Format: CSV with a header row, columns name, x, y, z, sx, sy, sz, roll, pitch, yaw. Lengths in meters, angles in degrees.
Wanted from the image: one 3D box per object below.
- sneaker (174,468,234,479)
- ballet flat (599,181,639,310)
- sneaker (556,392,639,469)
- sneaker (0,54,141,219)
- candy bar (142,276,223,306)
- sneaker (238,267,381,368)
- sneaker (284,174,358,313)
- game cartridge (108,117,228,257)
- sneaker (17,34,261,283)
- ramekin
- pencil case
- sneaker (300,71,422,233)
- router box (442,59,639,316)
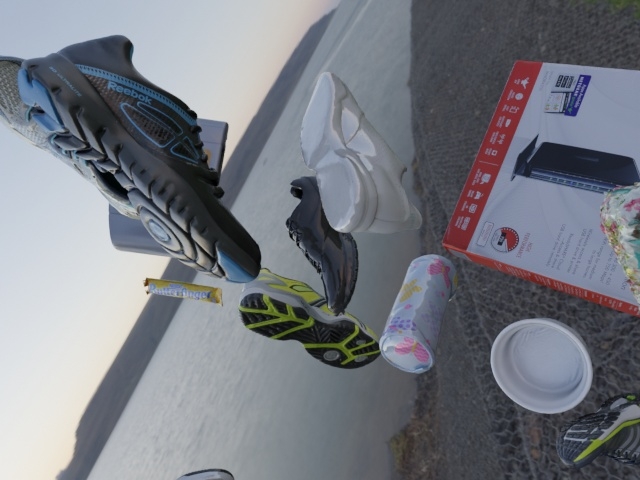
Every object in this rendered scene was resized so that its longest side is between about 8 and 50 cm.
name,x,y,z,sx,sy,sz,roll,pitch,yaw
sneaker,-0.288,0.549,0.840,0.295,0.124,0.178,-24,27,-7
ballet flat,0.348,0.038,0.463,0.091,0.241,0.077,-30,20,6
sneaker,0.630,0.426,0.991,0.111,0.300,0.121,-43,63,62
sneaker,-0.306,-0.138,0.622,0.110,0.283,0.122,-55,28,-14
candy bar,-0.256,0.094,0.868,0.018,0.161,0.040,-66,-21,-57
sneaker,-0.006,0.175,1.084,0.145,0.385,0.147,-44,28,26
sneaker,0.000,0.000,0.870,0.109,0.130,0.286,101,165,-60
game cartridge,-0.302,-0.115,0.919,0.062,0.198,0.297,121,156,-70
sneaker,-0.175,-0.095,0.550,0.125,0.341,0.139,-23,21,53
ramekin,0.680,0.368,1.423,0.135,0.277,0.277,-2,-49,-55
pencil case,0.217,0.151,1.003,0.113,0.124,0.273,-20,23,39
sneaker,0.040,-0.086,0.471,0.080,0.094,0.212,122,146,-44
router box,0.392,-0.093,0.704,0.301,0.082,0.335,20,84,33
